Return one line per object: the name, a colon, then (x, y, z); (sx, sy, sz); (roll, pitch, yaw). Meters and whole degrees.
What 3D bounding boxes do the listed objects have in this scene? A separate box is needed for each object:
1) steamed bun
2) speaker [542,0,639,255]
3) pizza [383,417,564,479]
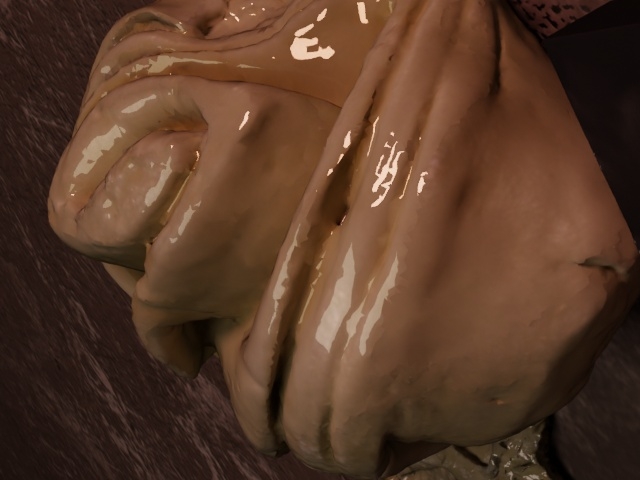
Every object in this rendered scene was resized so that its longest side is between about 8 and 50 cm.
steamed bun: (0.000, -0.002, 0.914); (0.289, 0.203, 0.276); (45, 154, 27)
speaker: (0.171, 0.003, 0.775); (0.218, 0.044, 0.082); (63, 157, -12)
pizza: (0.113, 0.172, 1.128); (0.181, 0.034, 0.262); (58, 158, 2)
